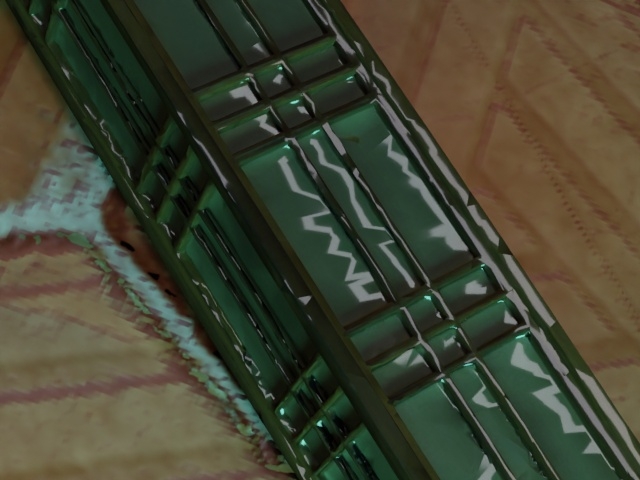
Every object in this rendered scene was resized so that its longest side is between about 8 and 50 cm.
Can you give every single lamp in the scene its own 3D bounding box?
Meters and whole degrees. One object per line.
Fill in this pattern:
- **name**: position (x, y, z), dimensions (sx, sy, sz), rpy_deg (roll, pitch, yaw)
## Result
- **lamp**: position (0.000, 0.000, 0.537), dimensions (0.089, 0.090, 0.325), rpy_deg (-26, 76, -26)
